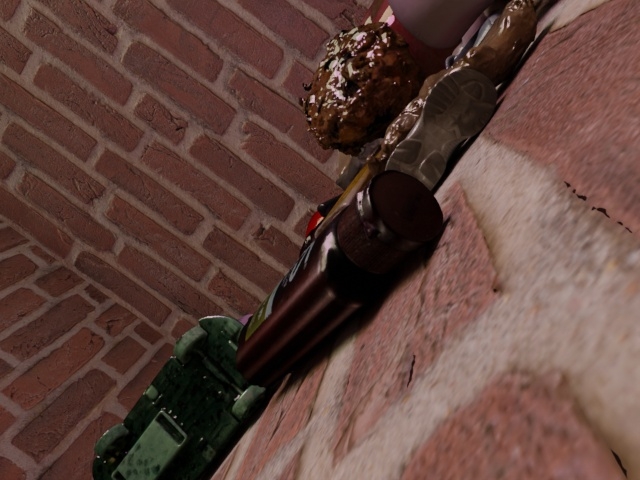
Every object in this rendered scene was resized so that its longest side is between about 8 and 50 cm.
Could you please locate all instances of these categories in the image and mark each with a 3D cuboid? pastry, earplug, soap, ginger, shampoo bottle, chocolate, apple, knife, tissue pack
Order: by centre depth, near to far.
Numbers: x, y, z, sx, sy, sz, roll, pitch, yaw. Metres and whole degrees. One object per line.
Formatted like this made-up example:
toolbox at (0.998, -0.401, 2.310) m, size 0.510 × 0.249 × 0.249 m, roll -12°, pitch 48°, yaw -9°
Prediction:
shampoo bottle at (0.003, 0.050, 0.582) m, size 0.323 × 0.084 × 0.129 m, roll -50°, pitch 7°, yaw 51°
ginger at (0.174, -0.180, 0.727) m, size 0.122 × 0.084 × 0.290 m, roll 10°, pitch -49°, yaw -44°
earplug at (0.242, -0.422, 0.768) m, size 0.301 × 0.172 × 0.172 m, roll -28°, pitch 23°, yaw 53°
soap at (0.091, -0.090, 1.001) m, size 0.232 × 0.073 × 0.140 m, roll -54°, pitch 6°, yaw -34°
pastry at (0.085, -0.272, 1.046) m, size 0.275 × 0.193 × 0.274 m, roll -37°, pitch 43°, yaw 46°
chocolate at (0.019, -0.006, 1.135) m, size 0.148 × 0.080 × 0.125 m, roll -54°, pitch 2°, yaw 31°
knife at (0.082, -0.103, 1.148) m, size 0.231 × 0.028 × 0.060 m, roll -29°, pitch 8°, yaw -29°
apple at (0.216, -0.420, 1.246) m, size 0.344 × 0.270 × 0.344 m, roll -56°, pitch 16°, yaw 25°
tissue pack at (0.185, -0.360, 1.649) m, size 0.390 × 0.195 × 0.375 m, roll -52°, pitch 10°, yaw 41°

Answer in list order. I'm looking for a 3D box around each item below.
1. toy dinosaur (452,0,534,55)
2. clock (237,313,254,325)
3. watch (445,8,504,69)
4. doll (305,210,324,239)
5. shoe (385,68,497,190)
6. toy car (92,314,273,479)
toy dinosaur at (0.303, -0.385, 0.989) m, size 0.194 × 0.152 × 0.177 m, roll -45°, pitch -39°, yaw -15°
clock at (-0.121, 0.172, 0.914) m, size 0.152 × 0.110 × 0.050 m, roll -50°, pitch 8°, yaw 48°
watch at (0.229, -0.260, 0.868) m, size 0.193 × 0.068 × 0.206 m, roll -51°, pitch 5°, yaw 35°
doll at (0.000, 0.000, 1.466) m, size 0.183 × 0.085 × 0.217 m, roll 126°, pitch 161°, yaw -47°
shoe at (0.137, -0.120, 0.663) m, size 0.169 × 0.071 × 0.099 m, roll -54°, pitch -4°, yaw 3°
toy car at (-0.175, 0.244, 0.767) m, size 0.305 × 0.136 × 0.125 m, roll -52°, pitch -19°, yaw 2°
